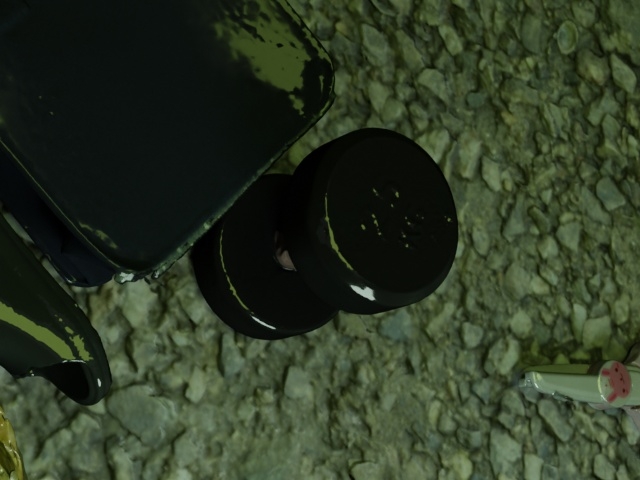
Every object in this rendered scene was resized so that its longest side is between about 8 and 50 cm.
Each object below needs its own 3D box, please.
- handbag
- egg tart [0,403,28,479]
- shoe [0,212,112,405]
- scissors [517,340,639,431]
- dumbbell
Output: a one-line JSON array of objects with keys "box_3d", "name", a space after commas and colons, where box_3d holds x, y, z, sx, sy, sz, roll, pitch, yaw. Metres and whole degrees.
[{"box_3d": [-0.183, -0.161, 1.295, 0.303, 0.122, 0.329, -46, 105, -28], "name": "handbag"}, {"box_3d": [-0.321, 0.237, 1.081, 0.345, 0.132, 0.345, -6, 98, -49], "name": "egg tart"}, {"box_3d": [-0.271, 0.048, 1.210, 0.093, 0.108, 0.241, -38, 94, -31], "name": "shoe"}, {"box_3d": [0.305, 0.151, 1.598, 0.242, 0.030, 0.118, 8, 75, -34], "name": "scissors"}, {"box_3d": [0.000, 0.000, 1.322, 0.152, 0.218, 0.152, 8, 74, -32], "name": "dumbbell"}]
